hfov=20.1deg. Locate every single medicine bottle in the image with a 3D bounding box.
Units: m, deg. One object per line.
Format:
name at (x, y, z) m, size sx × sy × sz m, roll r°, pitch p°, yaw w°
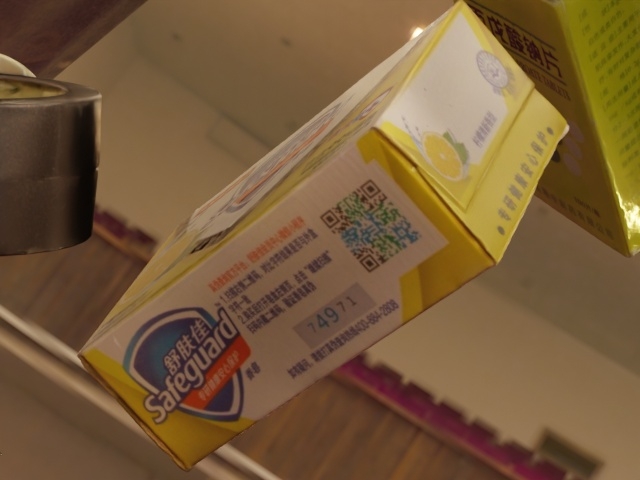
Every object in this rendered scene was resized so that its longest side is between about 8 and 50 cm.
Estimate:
medicine bottle at (0.192, -0.133, 1.233) m, size 0.137 × 0.141 × 0.250 m, roll 43°, pitch -16°, yaw 46°

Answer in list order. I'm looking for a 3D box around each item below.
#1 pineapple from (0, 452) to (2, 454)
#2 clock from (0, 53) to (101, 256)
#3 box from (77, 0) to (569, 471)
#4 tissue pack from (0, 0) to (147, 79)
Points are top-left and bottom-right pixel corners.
pineapple at (-0.097, -0.005, 0.262) m, size 0.074 × 0.074 × 0.159 m, roll 23°, pitch -26°, yaw 31°
clock at (-0.281, -0.038, 0.790) m, size 0.276 × 0.120 × 0.379 m, roll 13°, pitch 10°, yaw 40°
box at (0.000, 0.000, 1.028) m, size 0.097 × 0.168 × 0.265 m, roll 47°, pitch -52°, yaw -10°
tissue pack at (-0.302, -0.192, 1.459) m, size 0.124 × 0.394 × 0.288 m, roll 55°, pitch 17°, yaw 12°
